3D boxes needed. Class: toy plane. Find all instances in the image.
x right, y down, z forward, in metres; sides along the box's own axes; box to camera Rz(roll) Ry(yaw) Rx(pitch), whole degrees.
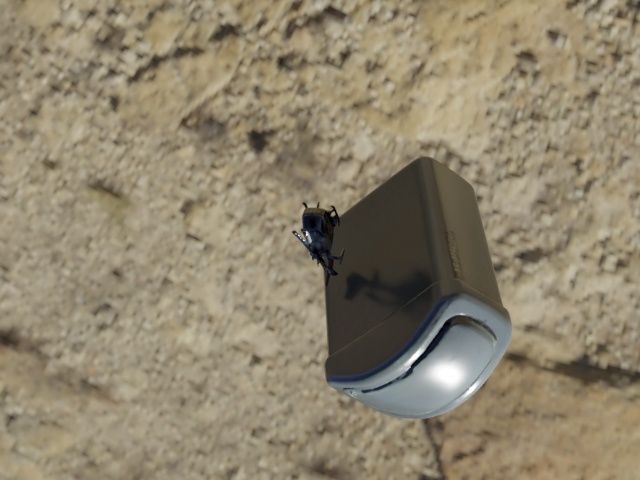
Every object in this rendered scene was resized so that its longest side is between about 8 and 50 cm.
[{"bbox_3d":[0.000,0.000,1.380,0.031,0.049,0.121,5,157,16],"label":"toy plane"}]

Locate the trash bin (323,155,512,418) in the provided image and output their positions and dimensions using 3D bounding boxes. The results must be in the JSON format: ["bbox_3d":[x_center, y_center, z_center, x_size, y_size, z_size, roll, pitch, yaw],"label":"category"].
[{"bbox_3d":[0.086,0.054,1.409,0.101,0.236,0.176,30,128,-32],"label":"trash bin"}]
